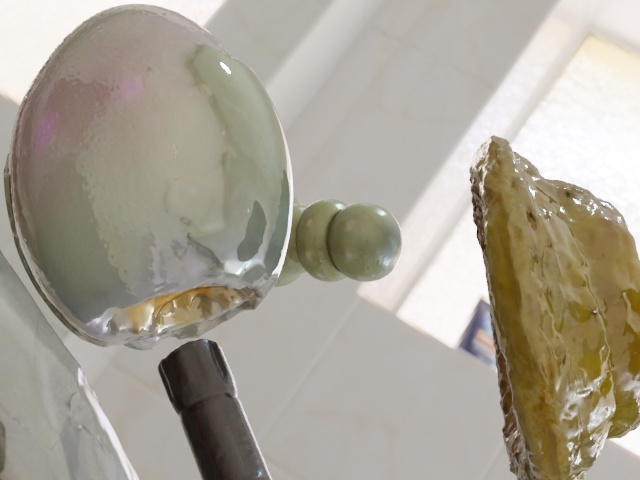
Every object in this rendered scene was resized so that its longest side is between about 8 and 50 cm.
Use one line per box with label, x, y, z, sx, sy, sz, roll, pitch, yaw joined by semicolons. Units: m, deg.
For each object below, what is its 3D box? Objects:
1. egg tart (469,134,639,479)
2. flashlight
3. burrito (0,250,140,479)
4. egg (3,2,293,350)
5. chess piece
egg tart;0.200;0.062;1.023;0.128;0.319;0.319;-10;-35;4
flashlight;-0.093;0.300;1.457;0.103;0.103;0.424;81;-16;-58
burrito;-0.189;0.071;0.695;0.445;0.101;0.139;62;-9;-14
egg;-0.112;-0.049;0.797;0.183;0.183;0.217;117;-44;-66
chess piece;0.000;0.000;1.685;0.251;0.144;0.144;2;-40;39
